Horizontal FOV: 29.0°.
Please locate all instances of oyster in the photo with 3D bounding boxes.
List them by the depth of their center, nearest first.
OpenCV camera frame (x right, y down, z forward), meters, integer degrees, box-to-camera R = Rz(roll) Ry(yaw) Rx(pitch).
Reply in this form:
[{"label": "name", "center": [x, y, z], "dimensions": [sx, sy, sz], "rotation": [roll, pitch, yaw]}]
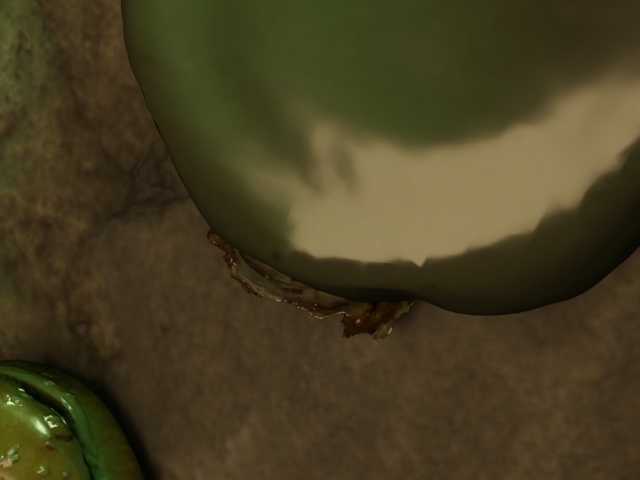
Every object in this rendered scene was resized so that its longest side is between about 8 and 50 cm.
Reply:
[{"label": "oyster", "center": [0.001, 0.000, 0.638], "dimensions": [0.132, 0.029, 0.086], "rotation": [34, 100, 27]}]

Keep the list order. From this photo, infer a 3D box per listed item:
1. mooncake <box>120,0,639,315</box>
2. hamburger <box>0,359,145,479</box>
[{"label": "mooncake", "center": [0.055, -0.097, 0.533], "dimensions": [0.275, 0.135, 0.275], "rotation": [-3, 83, 22]}, {"label": "hamburger", "center": [-0.194, 0.163, 0.701], "dimensions": [0.215, 0.122, 0.189], "rotation": [14, 98, 24]}]
